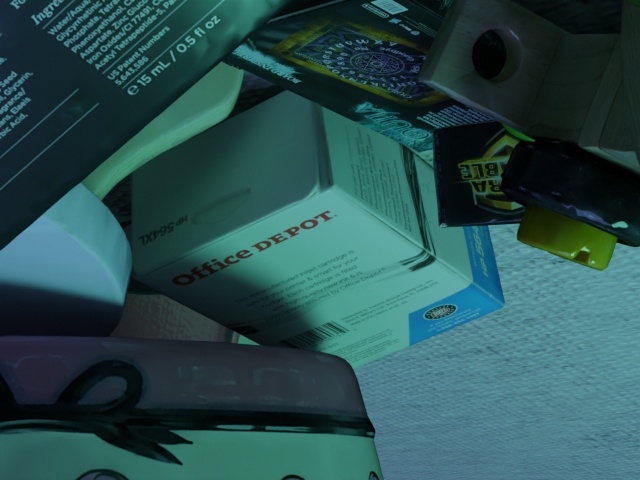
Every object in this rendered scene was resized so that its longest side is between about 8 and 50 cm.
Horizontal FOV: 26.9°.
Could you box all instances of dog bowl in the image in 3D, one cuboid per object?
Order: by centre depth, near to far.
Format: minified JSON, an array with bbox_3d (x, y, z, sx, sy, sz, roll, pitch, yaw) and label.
[{"bbox_3d":[-0.148,0.147,0.819,0.408,0.150,0.408,1,170,0],"label":"dog bowl"}]

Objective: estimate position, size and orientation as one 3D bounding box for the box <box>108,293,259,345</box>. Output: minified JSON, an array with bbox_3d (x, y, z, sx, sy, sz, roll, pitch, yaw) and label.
[{"bbox_3d":[-0.178,0.099,1.179,0.232,0.127,0.148,23,157,-34],"label":"box"}]

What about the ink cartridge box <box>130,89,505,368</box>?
[{"bbox_3d":[0.000,0.000,0.847,0.148,0.086,0.203,-24,145,27],"label":"ink cartridge box"}]

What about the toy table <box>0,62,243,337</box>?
[{"bbox_3d":[-0.179,-0.052,0.724,0.252,0.161,0.274,16,158,-16],"label":"toy table"}]

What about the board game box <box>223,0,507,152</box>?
[{"bbox_3d":[0.044,-0.091,0.683,0.126,0.026,0.186,-8,161,40],"label":"board game box"}]

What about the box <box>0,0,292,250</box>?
[{"bbox_3d":[-0.120,-0.109,0.397,0.261,0.103,0.184,-38,137,17],"label":"box"}]

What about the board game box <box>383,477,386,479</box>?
[{"bbox_3d":[-0.160,0.216,1.207,0.318,0.066,0.318,21,158,-29],"label":"board game box"}]

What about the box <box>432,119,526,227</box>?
[{"bbox_3d":[0.186,-0.041,0.642,0.220,0.051,0.175,-5,180,26],"label":"box"}]

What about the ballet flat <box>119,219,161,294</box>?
[{"bbox_3d":[-0.082,0.006,1.001,0.213,0.072,0.068,9,133,-2],"label":"ballet flat"}]

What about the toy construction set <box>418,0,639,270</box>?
[{"bbox_3d":[0.177,-0.096,0.447,0.308,0.257,0.237,-4,-178,-16],"label":"toy construction set"}]
